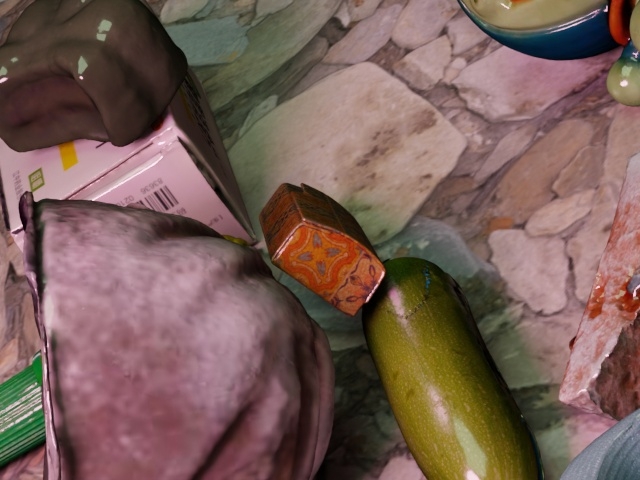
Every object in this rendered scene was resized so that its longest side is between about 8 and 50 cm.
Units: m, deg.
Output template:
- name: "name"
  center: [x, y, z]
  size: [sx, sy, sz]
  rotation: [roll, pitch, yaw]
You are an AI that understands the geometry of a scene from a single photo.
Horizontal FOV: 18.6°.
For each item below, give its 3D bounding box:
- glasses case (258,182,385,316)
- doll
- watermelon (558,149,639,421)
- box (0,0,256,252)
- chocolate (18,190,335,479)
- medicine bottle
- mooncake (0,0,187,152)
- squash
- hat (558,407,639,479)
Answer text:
- name: "glasses case"
  center: [0.000, 0.000, 1.483]
  size: [0.049, 0.075, 0.218]
  rotation: [-54, 9, 5]
- name: "doll"
  center: [0.224, -0.229, 1.561]
  size: [0.322, 0.186, 0.198]
  rotation: [33, 103, 36]
- name: "watermelon"
  center: [0.224, 0.029, 1.342]
  size: [0.154, 0.094, 0.241]
  rotation: [-5, 46, 47]
- name: "box"
  center: [-0.188, -0.081, 1.758]
  size: [0.173, 0.145, 0.333]
  rotation: [-32, 33, 7]
- name: "chocolate"
  center: [-0.097, 0.105, 1.374]
  size: [0.213, 0.303, 0.303]
  rotation: [-4, 34, -10]
- name: "medicine bottle"
  center: [-0.180, 0.100, 1.592]
  size: [0.309, 0.076, 0.111]
  rotation: [-30, 28, 6]
- name: "mooncake"
  center: [-0.203, -0.137, 1.625]
  size: [0.175, 0.104, 0.168]
  rotation: [-27, 40, 16]
- name: "squash"
  center: [0.091, 0.111, 1.346]
  size: [0.087, 0.087, 0.331]
  rotation: [-31, 36, 6]
- name: "hat"
  center: [0.231, 0.147, 1.193]
  size: [0.191, 0.078, 0.138]
  rotation: [-34, 20, 36]
